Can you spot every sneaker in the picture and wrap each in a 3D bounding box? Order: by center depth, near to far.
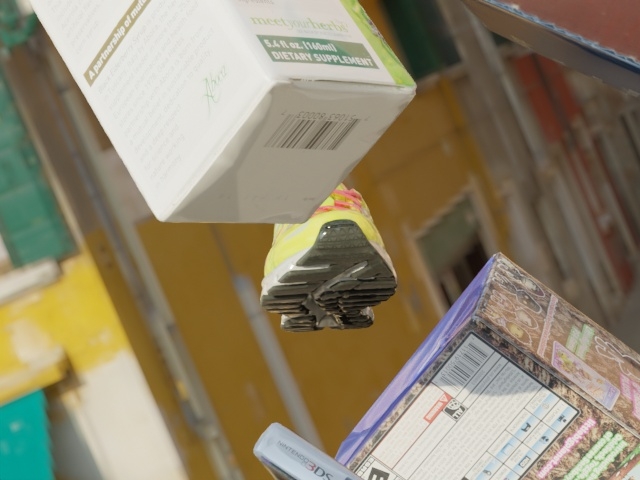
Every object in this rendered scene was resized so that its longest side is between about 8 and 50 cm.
[{"bbox_3d":[0.000,0.000,1.167,0.081,0.094,0.208,-1,-11,-5],"label":"sneaker"}]

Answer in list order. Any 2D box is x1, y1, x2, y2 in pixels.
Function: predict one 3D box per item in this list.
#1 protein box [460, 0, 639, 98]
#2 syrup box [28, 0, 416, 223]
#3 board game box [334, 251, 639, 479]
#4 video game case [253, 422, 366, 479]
[{"bbox_3d":[0.156,-0.083,0.501,0.200,0.201,0.136,-20,-45,-81],"label":"protein box"},{"bbox_3d":[-0.068,-0.124,0.857,0.093,0.237,0.096,0,-40,-46],"label":"syrup box"},{"bbox_3d":[0.180,0.197,1.468,0.232,0.291,0.141,-52,2,25],"label":"board game box"},{"bbox_3d":[0.061,0.167,0.901,0.022,0.173,0.190,-53,-25,-12],"label":"video game case"}]
